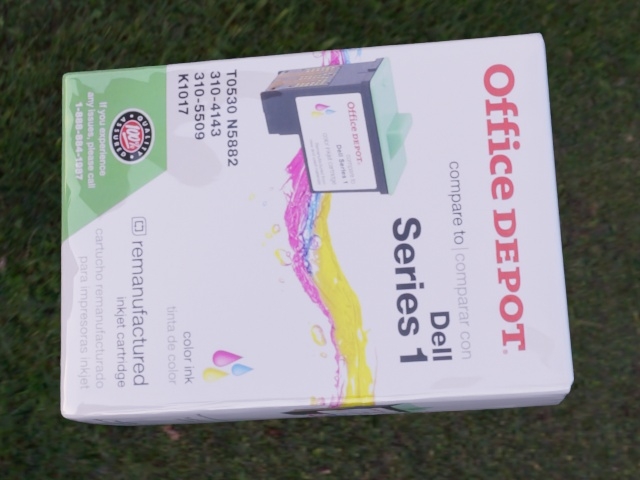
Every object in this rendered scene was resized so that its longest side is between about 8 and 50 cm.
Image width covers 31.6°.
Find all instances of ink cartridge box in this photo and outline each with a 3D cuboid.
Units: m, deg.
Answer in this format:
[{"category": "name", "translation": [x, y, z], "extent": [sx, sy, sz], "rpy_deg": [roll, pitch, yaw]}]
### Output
[{"category": "ink cartridge box", "translation": [0.000, 0.000, 0.662], "extent": [0.278, 0.117, 0.201], "rpy_deg": [-4, 79, 7]}]
